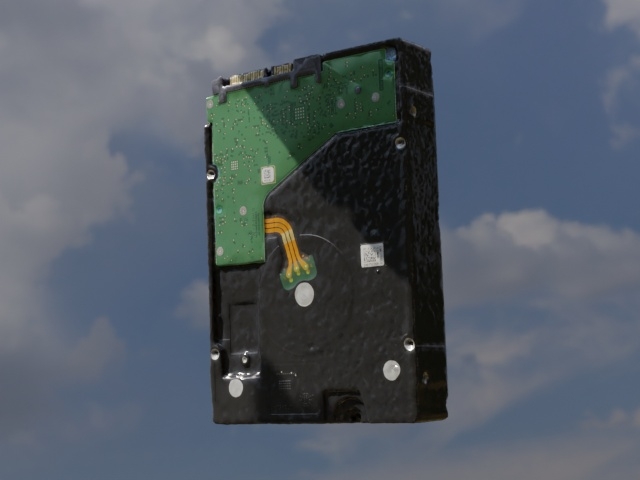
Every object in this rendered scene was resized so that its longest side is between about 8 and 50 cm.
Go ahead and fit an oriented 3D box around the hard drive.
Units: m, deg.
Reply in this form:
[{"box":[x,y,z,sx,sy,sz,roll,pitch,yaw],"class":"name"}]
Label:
[{"box":[0.000,0.000,1.109,0.236,0.339,0.064,-7,-7,35],"class":"hard drive"}]
